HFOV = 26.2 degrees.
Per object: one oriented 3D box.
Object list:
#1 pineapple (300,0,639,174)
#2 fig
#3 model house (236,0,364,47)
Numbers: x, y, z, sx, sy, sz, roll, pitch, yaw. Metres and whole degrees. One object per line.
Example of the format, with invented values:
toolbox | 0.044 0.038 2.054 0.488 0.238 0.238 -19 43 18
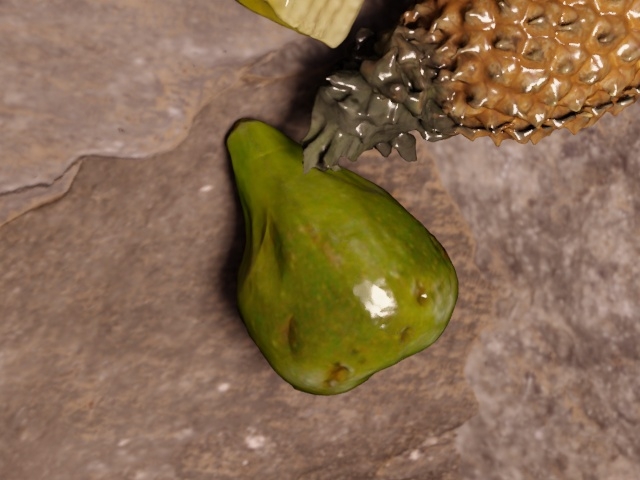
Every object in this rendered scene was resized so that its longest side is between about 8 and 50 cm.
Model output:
pineapple | 0.128 -0.166 1.283 0.357 0.223 0.223 -26 113 -3
fig | 0.000 0.000 1.299 0.206 0.206 0.275 -27 90 -13
model house | -0.028 -0.286 1.189 0.234 0.175 0.193 25 94 -23
